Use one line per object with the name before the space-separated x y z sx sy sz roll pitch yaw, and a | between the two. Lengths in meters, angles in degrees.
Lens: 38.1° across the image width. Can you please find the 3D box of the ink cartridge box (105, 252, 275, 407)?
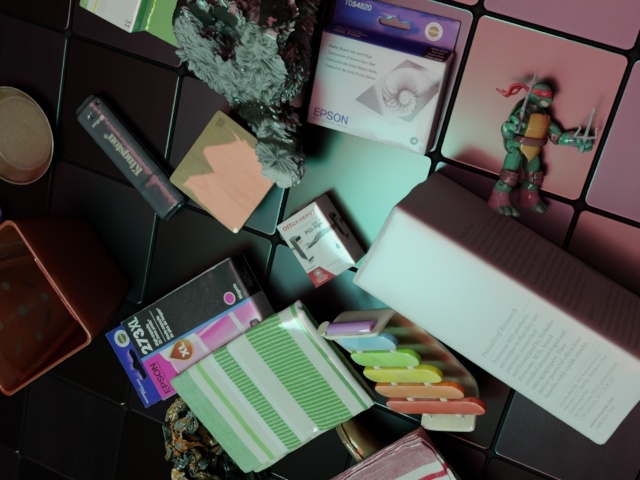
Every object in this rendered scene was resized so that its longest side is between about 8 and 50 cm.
ink cartridge box | -0.260 0.185 1.794 0.370 0.069 0.176 -30 88 25

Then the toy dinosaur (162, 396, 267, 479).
toy dinosaur | -0.229 0.468 1.894 0.218 0.164 0.322 15 143 33

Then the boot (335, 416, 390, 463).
boot | 0.157 0.419 1.730 0.305 0.112 0.115 44 102 -3

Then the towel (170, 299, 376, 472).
towel | -0.089 0.278 1.712 0.324 0.038 0.248 -34 98 26

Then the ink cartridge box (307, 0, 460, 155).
ink cartridge box | 0.101 -0.277 1.541 0.223 0.045 0.224 17 112 17

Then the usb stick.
usb stick | -0.360 -0.159 1.773 0.077 0.045 0.278 -41 88 29

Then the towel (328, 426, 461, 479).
towel | 0.178 0.521 1.677 0.237 0.037 0.329 -35 99 17

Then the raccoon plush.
raccoon plush | -0.075 -0.348 1.534 0.216 0.299 0.446 20 146 18

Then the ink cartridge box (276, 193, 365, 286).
ink cartridge box | 0.000 0.000 1.668 0.099 0.056 0.135 -32 93 29

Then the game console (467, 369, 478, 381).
game console | 0.214 0.251 1.657 0.122 0.107 0.071 18 85 16

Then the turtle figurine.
turtle figurine | 0.337 -0.157 1.448 0.175 0.118 0.234 1 115 -21

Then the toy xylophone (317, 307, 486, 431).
toy xylophone | 0.128 0.214 1.572 0.322 0.081 0.236 40 147 -25

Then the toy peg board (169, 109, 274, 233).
toy peg board | -0.159 -0.126 1.694 0.161 0.079 0.161 39 102 6

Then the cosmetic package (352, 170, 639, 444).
cosmetic package | 0.306 0.093 1.476 0.453 0.230 0.162 34 117 10

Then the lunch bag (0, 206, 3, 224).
lunch bag | -0.783 -0.053 1.959 0.219 0.090 0.176 33 117 10

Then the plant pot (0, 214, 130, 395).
plant pot | -0.540 0.099 1.826 0.267 0.235 0.267 -32 93 27

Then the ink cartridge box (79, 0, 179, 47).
ink cartridge box | -0.302 -0.449 1.649 0.235 0.056 0.171 30 115 13

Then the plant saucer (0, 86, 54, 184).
plant saucer | -0.610 -0.213 1.864 0.198 0.036 0.199 7 110 20
